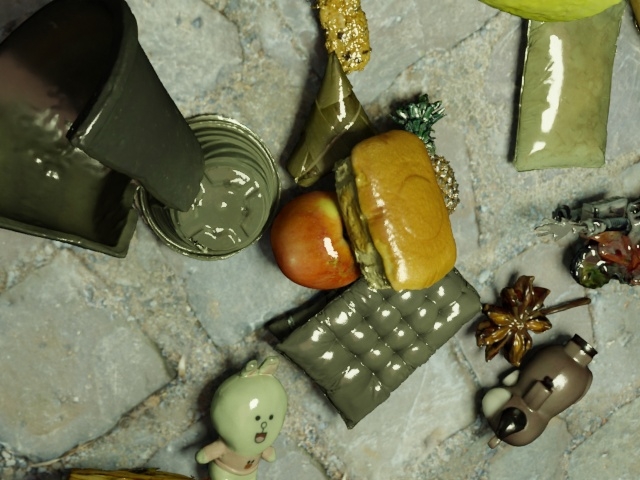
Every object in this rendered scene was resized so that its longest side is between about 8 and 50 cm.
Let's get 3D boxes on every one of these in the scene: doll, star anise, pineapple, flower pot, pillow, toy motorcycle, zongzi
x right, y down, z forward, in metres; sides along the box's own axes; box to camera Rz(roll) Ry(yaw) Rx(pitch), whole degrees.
[{"bbox_3d":[-0.132,0.318,1.563,0.154,0.113,0.275,1,101,-34],"label":"doll"},{"bbox_3d":[0.391,0.276,1.668,0.257,0.182,0.117,-42,71,5],"label":"doll"},{"bbox_3d":[0.370,0.151,1.666,0.233,0.073,0.177,21,104,-31],"label":"star anise"},{"bbox_3d":[0.179,-0.128,1.524,0.103,0.083,0.221,-24,111,-20],"label":"pineapple"},{"bbox_3d":[-0.322,-0.136,1.283,0.379,0.379,0.251,-50,132,3],"label":"flower pot"},{"bbox_3d":[0.417,-0.265,1.551,0.184,0.075,0.303,-4,108,-17],"label":"pillow"},{"bbox_3d":[-0.163,-0.066,1.419,0.235,0.140,0.236,-4,109,-12],"label":"flower pot"},{"bbox_3d":[0.526,-0.011,1.627,0.400,0.134,0.207,2,105,-17],"label":"toy motorcycle"},{"bbox_3d":[-0.006,-0.182,1.446,0.160,0.078,0.176,-35,127,-4],"label":"zongzi"},{"bbox_3d":[0.098,0.136,1.575,0.326,0.101,0.228,-41,115,1],"label":"pillow"}]

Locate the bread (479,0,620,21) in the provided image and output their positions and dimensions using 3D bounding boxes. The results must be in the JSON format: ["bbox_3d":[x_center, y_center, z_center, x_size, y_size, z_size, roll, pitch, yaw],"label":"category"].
[{"bbox_3d":[0.305,-0.491,1.325,0.307,0.348,0.348,22,99,-31],"label":"bread"}]

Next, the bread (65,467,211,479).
[{"bbox_3d":[-0.314,0.502,1.530,0.277,0.167,0.325,9,112,-9],"label":"bread"}]

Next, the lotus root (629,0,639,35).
[{"bbox_3d":[0.574,-0.419,1.512,0.146,0.130,0.303,-38,117,-31],"label":"lotus root"}]

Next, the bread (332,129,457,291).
[{"bbox_3d":[0.113,-0.043,1.420,0.174,0.121,0.246,-18,95,-50],"label":"bread"}]

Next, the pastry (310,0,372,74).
[{"bbox_3d":[0.038,-0.326,1.439,0.080,0.056,0.140,-20,113,4],"label":"pastry"}]

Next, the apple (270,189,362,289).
[{"bbox_3d":[0.000,0.000,1.479,0.163,0.139,0.164,18,65,-45],"label":"apple"}]
